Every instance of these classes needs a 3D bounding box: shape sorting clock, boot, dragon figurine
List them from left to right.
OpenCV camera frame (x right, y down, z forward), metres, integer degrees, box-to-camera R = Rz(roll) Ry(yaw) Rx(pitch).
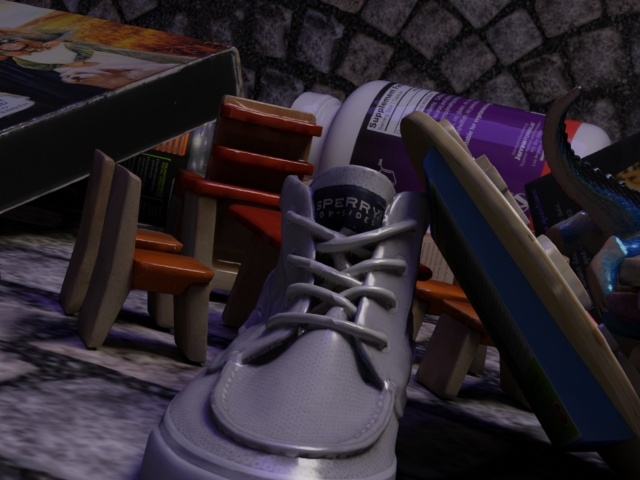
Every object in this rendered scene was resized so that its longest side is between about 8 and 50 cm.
[{"bbox_3d":[-0.005,0.029,0.502,0.095,0.123,0.258,12,6,-1],"label":"boot"},{"bbox_3d":[0.097,0.029,0.570,0.040,0.206,0.206,-29,9,-1],"label":"shape sorting clock"},{"bbox_3d":[0.213,0.011,0.752,0.144,0.289,0.085,-28,23,-11],"label":"dragon figurine"}]

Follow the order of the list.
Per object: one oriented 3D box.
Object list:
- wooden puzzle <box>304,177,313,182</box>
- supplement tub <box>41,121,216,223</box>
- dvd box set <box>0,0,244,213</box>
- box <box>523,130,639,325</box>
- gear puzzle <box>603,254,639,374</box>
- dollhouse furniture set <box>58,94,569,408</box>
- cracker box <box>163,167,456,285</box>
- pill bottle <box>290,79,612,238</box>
[{"bbox_3d":[-0.015,-0.048,1.068,0.116,0.014,0.078,17,7,41],"label":"wooden puzzle"},{"bbox_3d":[-0.171,-0.080,1.192,0.190,0.117,0.117,13,6,-5],"label":"supplement tub"},{"bbox_3d":[-0.319,-0.128,1.059,0.420,0.062,0.307,18,32,38],"label":"dvd box set"},{"bbox_3d":[0.320,-0.017,0.978,0.165,0.143,0.270,7,-23,-43],"label":"box"},{"bbox_3d":[0.287,0.054,0.517,0.339,0.044,0.175,6,-7,12],"label":"gear puzzle"},{"bbox_3d":[-0.015,-0.008,0.769,0.262,0.135,0.259,10,7,-20],"label":"dollhouse furniture set"},{"bbox_3d":[0.000,0.000,1.045,0.232,0.067,0.156,10,7,-18],"label":"cracker box"},{"bbox_3d":[0.123,-0.059,1.300,0.323,0.181,0.181,14,6,18],"label":"pill bottle"}]
